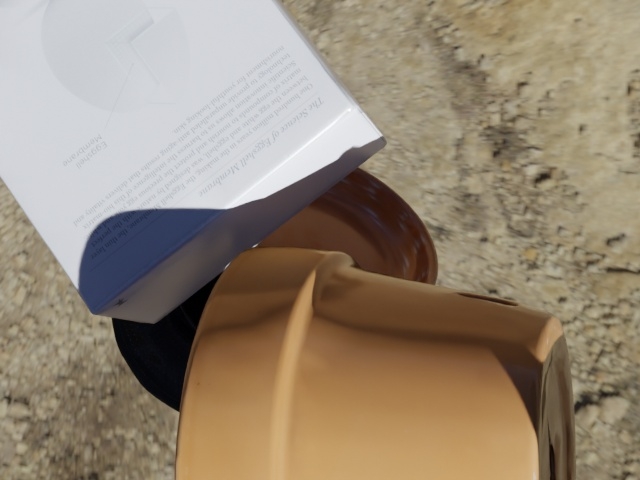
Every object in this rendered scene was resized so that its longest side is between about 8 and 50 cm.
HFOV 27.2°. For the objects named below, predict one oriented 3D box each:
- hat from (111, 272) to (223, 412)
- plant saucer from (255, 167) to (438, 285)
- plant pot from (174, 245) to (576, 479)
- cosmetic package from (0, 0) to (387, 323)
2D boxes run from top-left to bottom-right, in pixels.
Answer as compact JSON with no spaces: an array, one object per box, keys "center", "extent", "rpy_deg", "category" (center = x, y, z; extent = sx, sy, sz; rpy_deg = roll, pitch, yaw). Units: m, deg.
[{"center":[-0.054,0.043,1.365],"extent":[0.331,0.134,0.331],"rpy_deg":[-5,80,32],"category":"hat"},{"center":[0.000,0.000,1.087],"extent":[0.200,0.200,0.037],"rpy_deg":[21,128,-10],"category":"plant saucer"},{"center":[0.054,0.146,0.863],"extent":[0.203,0.291,0.291],"rpy_deg":[-2,97,17],"category":"plant pot"},{"center":[-0.113,-0.096,0.941],"extent":[0.224,0.138,0.225],"rpy_deg":[-37,76,6],"category":"cosmetic package"}]
